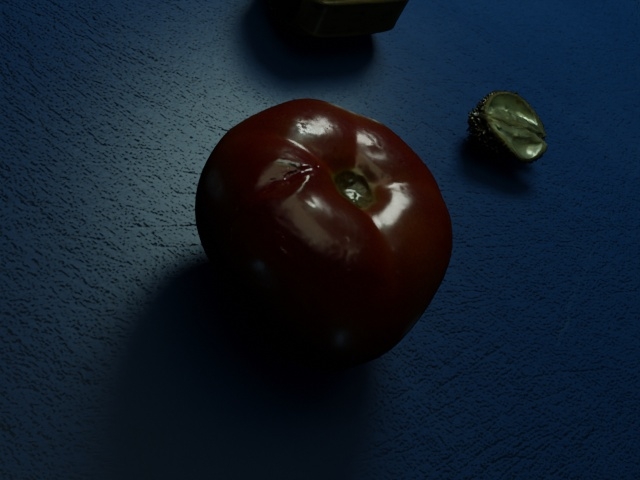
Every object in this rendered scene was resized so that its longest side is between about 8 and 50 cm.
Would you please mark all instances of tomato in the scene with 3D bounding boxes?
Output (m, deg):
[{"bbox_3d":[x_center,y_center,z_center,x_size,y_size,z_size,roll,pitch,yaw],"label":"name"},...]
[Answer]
[{"bbox_3d":[0.000,0.000,1.180,0.298,0.226,0.299,18,44,-18],"label":"tomato"}]

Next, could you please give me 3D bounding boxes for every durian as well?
[{"bbox_3d":[0.245,-0.150,1.512,0.140,0.071,0.110,9,57,-37],"label":"durian"}]

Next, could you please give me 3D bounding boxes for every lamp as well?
[{"bbox_3d":[0.026,-0.356,1.499,0.185,0.161,0.161,-9,62,-32],"label":"lamp"}]
